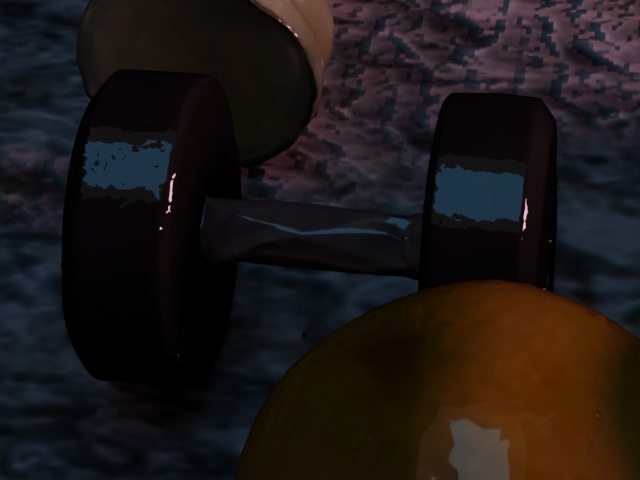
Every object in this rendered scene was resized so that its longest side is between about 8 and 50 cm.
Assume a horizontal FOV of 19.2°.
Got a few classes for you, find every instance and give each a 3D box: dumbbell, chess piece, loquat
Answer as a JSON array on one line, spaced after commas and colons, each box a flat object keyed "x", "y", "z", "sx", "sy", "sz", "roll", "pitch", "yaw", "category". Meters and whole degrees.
[{"x": 0.000, "y": 0.000, "z": 0.895, "sx": 0.218, "sy": 0.152, "sz": 0.152, "roll": 4, "pitch": 49, "yaw": 9, "category": "dumbbell"}, {"x": -0.040, "y": -0.164, "z": 1.074, "sx": 0.133, "sy": 0.133, "sz": 0.243, "roll": 7, "pitch": 43, "yaw": 11, "category": "chess piece"}, {"x": 0.067, "y": 0.116, "z": 0.748, "sx": 0.208, "sy": 0.208, "sz": 0.208, "roll": -3, "pitch": 49, "yaw": 3, "category": "loquat"}]
